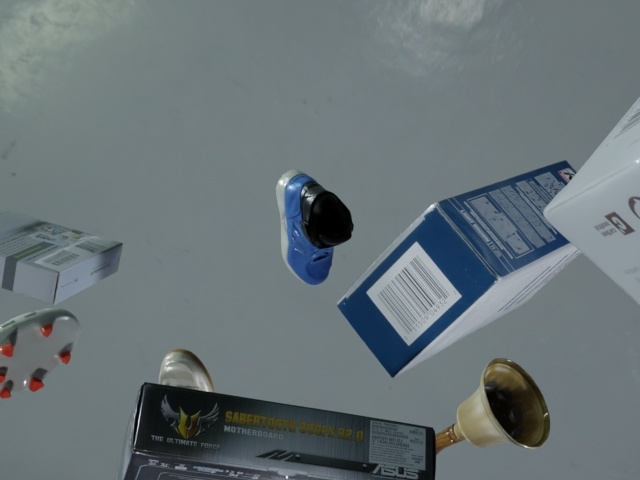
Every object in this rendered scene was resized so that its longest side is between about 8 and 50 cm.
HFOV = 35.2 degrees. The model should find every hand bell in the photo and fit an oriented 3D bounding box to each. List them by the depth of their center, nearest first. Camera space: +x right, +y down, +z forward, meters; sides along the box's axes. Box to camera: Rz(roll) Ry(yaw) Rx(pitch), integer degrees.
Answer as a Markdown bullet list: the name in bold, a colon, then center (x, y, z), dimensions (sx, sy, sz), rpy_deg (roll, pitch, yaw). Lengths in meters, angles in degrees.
- **hand bell**: center (0.181, 0.268, 1.379), dimensions (0.242, 0.126, 0.126), rpy_deg (-38, 78, 37)

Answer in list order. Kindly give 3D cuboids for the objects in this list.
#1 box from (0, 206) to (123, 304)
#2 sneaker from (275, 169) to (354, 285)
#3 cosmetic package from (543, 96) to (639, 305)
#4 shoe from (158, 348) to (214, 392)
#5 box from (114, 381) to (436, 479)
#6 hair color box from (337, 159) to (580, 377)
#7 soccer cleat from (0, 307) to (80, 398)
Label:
- **box**: center (-0.320, 0.007, 1.036), dimensions (0.186, 0.145, 0.038), rpy_deg (17, 104, 9)
- **sneaker**: center (-0.001, 0.000, 1.118), dimensions (0.058, 0.152, 0.084), rpy_deg (-27, 38, -26)
- **cosmetic package**: center (0.407, 0.039, 0.679), dimensions (0.453, 0.161, 0.230), rpy_deg (43, 77, 0)
- **shoe**: center (-0.178, 0.256, 1.365), dimensions (0.076, 0.058, 0.219), rpy_deg (-6, 101, 5)
- **box**: center (-0.045, 0.189, 0.815), dimensions (0.231, 0.183, 0.056), rpy_deg (11, 59, -10)
- **hair color box**: center (0.187, 0.021, 1.135), dimensions (0.105, 0.347, 0.174), rpy_deg (52, 123, 15)
- **soccer cleat**: center (-0.286, 0.107, 0.801), dimensions (0.196, 0.068, 0.076), rpy_deg (-35, 44, -15)
